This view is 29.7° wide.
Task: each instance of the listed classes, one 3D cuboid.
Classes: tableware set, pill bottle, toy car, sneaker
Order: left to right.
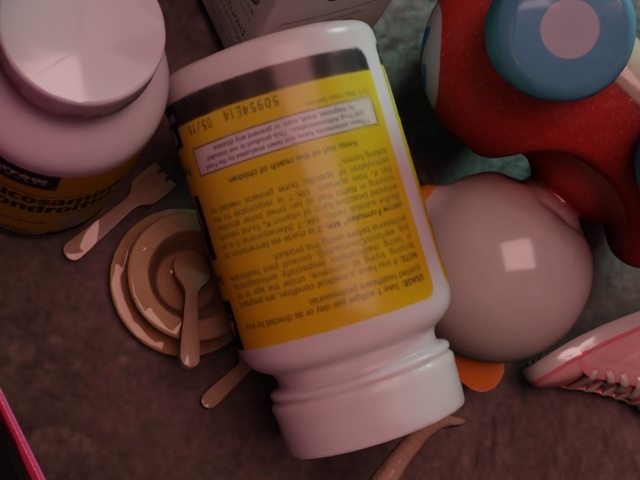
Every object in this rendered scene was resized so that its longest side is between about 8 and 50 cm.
[{"bbox_3d":[-0.134,-0.071,0.608,0.103,0.184,0.103,5,74,-19],"label":"pill bottle"},{"bbox_3d":[-0.039,-0.013,0.708,0.128,0.039,0.194,47,66,-4],"label":"tableware set"},{"bbox_3d":[0.000,0.000,0.638,0.119,0.119,0.209,-17,90,-24],"label":"pill bottle"},{"bbox_3d":[0.105,-0.022,0.708,0.210,0.219,0.238,40,95,-7],"label":"toy car"},{"bbox_3d":[0.195,0.085,0.764,0.134,0.051,0.070,-16,77,-28],"label":"sneaker"}]

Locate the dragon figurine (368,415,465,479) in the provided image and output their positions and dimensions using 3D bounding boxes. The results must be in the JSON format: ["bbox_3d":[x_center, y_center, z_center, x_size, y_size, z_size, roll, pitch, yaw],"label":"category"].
[{"bbox_3d":[-0.002,0.220,0.636,0.085,0.144,0.289,25,50,-11],"label":"dragon figurine"}]

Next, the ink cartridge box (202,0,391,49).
[{"bbox_3d":[-0.010,-0.226,0.657,0.100,0.237,0.172,-20,78,-24],"label":"ink cartridge box"}]

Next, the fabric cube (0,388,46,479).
[{"bbox_3d":[-0.272,0.092,0.474,0.254,0.258,0.259,-25,86,-25],"label":"fabric cube"}]
